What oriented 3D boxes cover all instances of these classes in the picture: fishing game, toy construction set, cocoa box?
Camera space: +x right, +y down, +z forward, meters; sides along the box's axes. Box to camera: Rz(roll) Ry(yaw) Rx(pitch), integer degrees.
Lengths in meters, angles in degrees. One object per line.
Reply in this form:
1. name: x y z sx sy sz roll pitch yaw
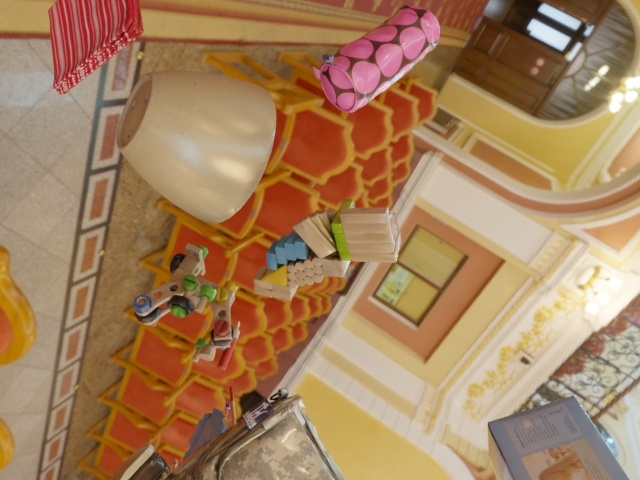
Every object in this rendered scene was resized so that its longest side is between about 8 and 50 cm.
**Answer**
1. fishing game: -0.238 0.445 1.027 0.264 0.041 0.189 -54 -155 13
2. toy construction set: -0.288 0.152 1.261 0.309 0.257 0.237 65 34 -44
3. cocoa box: 0.559 0.583 1.126 0.347 0.231 0.228 -106 178 -50

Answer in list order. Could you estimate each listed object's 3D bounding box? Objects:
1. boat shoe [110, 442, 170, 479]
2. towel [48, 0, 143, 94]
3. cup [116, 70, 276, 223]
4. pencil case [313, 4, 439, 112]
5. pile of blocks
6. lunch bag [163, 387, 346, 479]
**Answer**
1. boat shoe: -0.353 0.450 0.823 0.227 0.069 0.081 -43 -171 -31
2. towel: -0.427 -0.414 0.919 0.274 0.199 0.031 -18 166 33
3. cup: -0.287 -0.226 1.061 0.236 0.331 0.331 20 106 -39
4. pencil case: 0.092 -0.299 0.795 0.209 0.098 0.095 -39 144 -21
5. pile of blocks: 0.000 0.000 0.965 0.362 0.149 0.113 -24 -155 34
6. lunch bag: -0.072 0.425 0.794 0.256 0.305 0.212 -34 171 8
